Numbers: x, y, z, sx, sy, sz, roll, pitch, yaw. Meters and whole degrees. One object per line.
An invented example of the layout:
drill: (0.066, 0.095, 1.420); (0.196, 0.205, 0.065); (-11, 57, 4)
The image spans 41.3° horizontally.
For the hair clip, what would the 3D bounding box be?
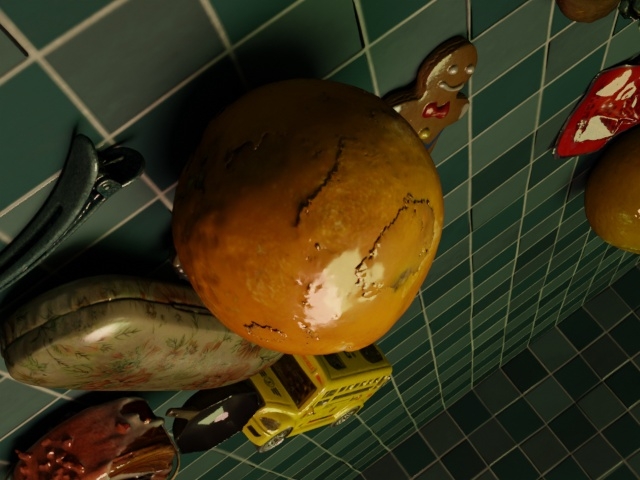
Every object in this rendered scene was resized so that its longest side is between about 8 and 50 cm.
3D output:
hair clip: (-0.243, 0.001, 0.717); (0.229, 0.039, 0.070); (-43, 159, 17)

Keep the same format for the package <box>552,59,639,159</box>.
package: (0.519, -0.228, 1.402); (0.269, 0.071, 0.194); (-21, 139, -27)

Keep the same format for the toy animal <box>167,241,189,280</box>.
toy animal: (-0.086, 0.028, 0.945); (0.069, 0.086, 0.219); (-5, 155, 44)

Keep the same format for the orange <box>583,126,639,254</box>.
orange: (0.651, -0.097, 1.641); (0.279, 0.235, 0.279); (-35, 153, -21)

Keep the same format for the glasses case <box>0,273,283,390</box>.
glasses case: (-0.172, 0.111, 0.952); (0.156, 0.098, 0.425); (-27, 161, 17)

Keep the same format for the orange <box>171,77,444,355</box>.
orange: (-0.007, -0.020, 0.757); (0.246, 0.246, 0.246); (-32, 158, -15)

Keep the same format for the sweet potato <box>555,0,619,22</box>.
sweet potato: (0.299, -0.295, 0.899); (0.112, 0.085, 0.286); (-44, 159, 3)

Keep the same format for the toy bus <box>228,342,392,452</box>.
toy bus: (-0.021, 0.220, 1.358); (0.152, 0.144, 0.330); (-45, 158, 21)

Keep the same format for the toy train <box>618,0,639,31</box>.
toy train: (0.427, -0.331, 0.932); (0.115, 0.154, 0.269); (-30, 157, -24)

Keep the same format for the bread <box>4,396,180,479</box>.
bread: (-0.290, 0.302, 1.108); (0.224, 0.142, 0.212); (-22, 157, -32)

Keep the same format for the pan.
pan: (-0.149, 0.217, 1.135); (0.128, 0.048, 0.202); (-31, 153, -19)

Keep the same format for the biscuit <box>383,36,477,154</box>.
biscuit: (0.119, -0.140, 0.977); (0.138, 0.031, 0.205); (-6, 135, -42)
